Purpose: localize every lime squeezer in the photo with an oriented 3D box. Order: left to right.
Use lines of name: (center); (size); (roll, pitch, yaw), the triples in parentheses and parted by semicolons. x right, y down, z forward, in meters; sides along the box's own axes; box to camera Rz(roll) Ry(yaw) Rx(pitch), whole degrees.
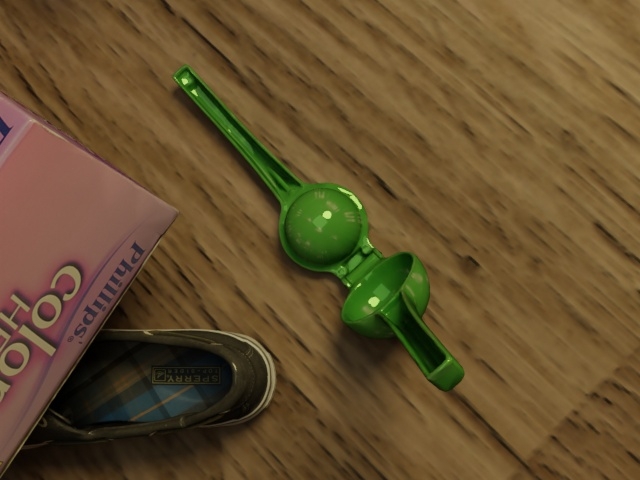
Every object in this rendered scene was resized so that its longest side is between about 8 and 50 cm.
lime squeezer: (0.000, 0.000, 0.493); (0.058, 0.110, 0.310); (-54, 45, 14)

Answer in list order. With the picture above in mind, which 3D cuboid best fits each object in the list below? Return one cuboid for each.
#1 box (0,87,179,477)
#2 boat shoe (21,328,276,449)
box: (-0.244, 0.001, 0.483); (0.243, 0.117, 0.213); (32, 87, 34)
boat shoe: (-0.144, 0.089, 0.509); (0.229, 0.076, 0.080); (-1, 80, 10)
